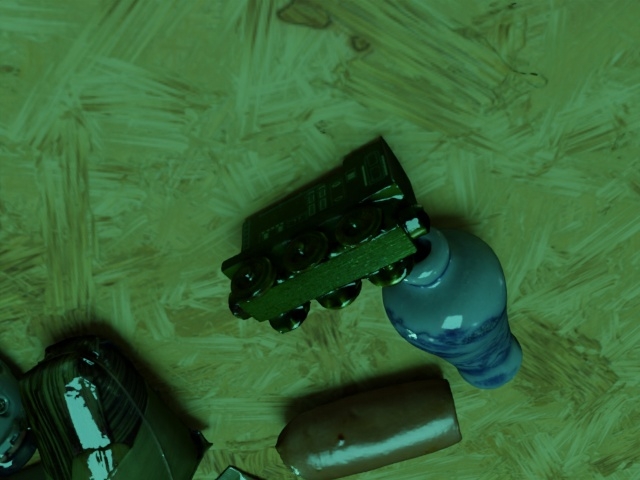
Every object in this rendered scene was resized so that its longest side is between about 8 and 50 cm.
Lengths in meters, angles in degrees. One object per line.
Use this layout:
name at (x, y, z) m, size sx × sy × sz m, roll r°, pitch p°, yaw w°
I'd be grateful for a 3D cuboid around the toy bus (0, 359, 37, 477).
toy bus at (-0.499, 0.258, 0.675) m, size 0.232 × 0.287 × 0.194 m, roll -13°, pitch 128°, yaw 25°

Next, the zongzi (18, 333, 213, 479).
zongzi at (-0.279, 0.309, 0.695) m, size 0.154 × 0.317 × 0.289 m, roll -13°, pitch 128°, yaw 19°

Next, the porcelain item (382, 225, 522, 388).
porcelain item at (0.160, 0.081, 0.683) m, size 0.141 × 0.141 × 0.259 m, roll -28°, pitch 134°, yaw 15°

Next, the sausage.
sausage at (0.065, 0.268, 0.826) m, size 0.259 × 0.113 × 0.113 m, roll -17°, pitch 126°, yaw 6°

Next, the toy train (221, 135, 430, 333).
toy train at (0.000, 0.000, 0.604) m, size 0.226 × 0.137 × 0.090 m, roll -26°, pitch 131°, yaw 18°

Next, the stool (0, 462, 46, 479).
stool at (-0.390, 0.488, 0.909) m, size 0.244 × 0.170 × 0.269 m, roll -24°, pitch 126°, yaw 13°

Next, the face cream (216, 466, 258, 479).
face cream at (-0.045, 0.495, 1.013) m, size 0.341 × 0.084 × 0.137 m, roll 31°, pitch 116°, yaw -16°
